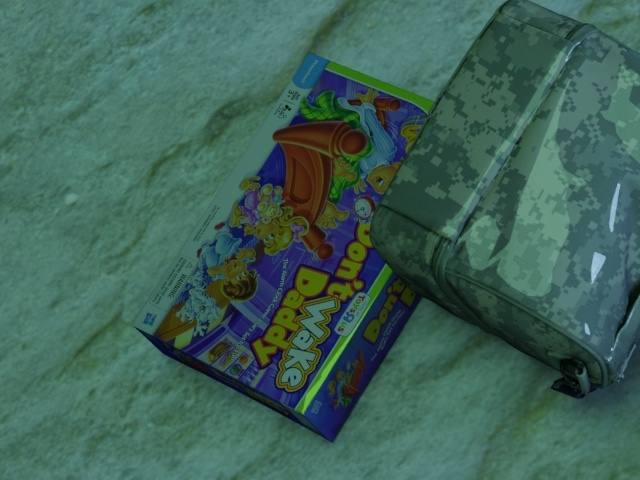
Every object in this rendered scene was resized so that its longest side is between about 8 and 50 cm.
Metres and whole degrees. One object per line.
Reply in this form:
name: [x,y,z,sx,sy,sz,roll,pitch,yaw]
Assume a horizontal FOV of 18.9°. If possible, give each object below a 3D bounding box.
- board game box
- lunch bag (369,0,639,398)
board game box: [0.000,0.000,1.955,0.233,0.078,0.347,24,75,33]
lunch bag: [0.230,-0.035,1.786,0.256,0.212,0.305,27,78,34]
